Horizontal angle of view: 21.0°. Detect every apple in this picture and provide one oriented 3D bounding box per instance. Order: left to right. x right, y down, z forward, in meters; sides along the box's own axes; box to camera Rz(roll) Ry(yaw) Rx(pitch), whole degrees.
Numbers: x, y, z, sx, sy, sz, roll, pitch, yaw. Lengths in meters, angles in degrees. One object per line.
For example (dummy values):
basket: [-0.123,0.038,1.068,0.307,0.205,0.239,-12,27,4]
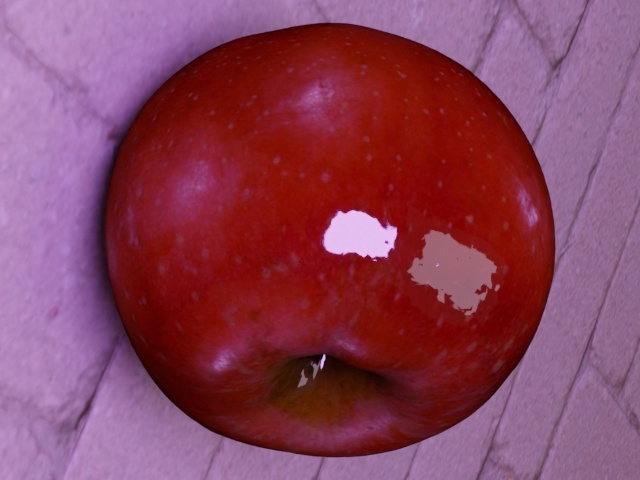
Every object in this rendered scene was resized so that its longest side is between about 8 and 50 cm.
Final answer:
apple: [0.000,0.000,1.001,0.260,0.260,0.217,59,23,-54]
